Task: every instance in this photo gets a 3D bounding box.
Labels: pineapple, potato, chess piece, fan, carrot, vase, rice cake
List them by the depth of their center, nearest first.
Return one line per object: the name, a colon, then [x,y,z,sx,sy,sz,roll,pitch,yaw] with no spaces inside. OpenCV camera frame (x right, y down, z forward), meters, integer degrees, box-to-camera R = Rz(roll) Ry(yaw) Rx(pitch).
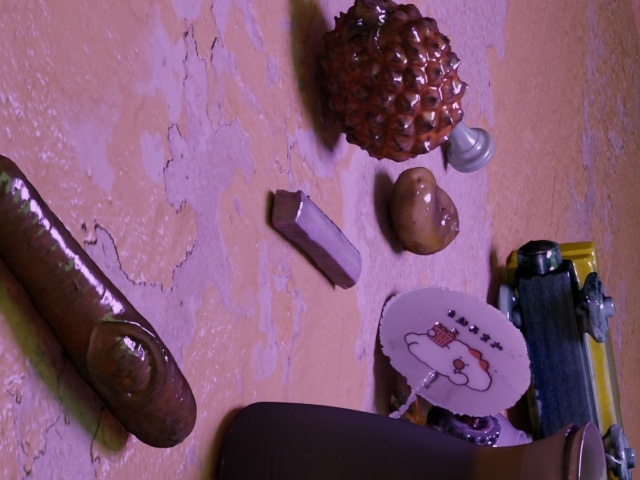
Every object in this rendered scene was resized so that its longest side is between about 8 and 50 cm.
carrot: [-0.170,0.047,1.210,0.342,0.070,0.070,61,31,-47]
vase: [0.084,0.221,1.492,0.173,0.321,0.173,-5,90,-71]
rice cake: [0.000,0.000,1.736,0.206,0.036,0.047,43,57,-62]
pineapple: [0.071,-0.186,1.806,0.166,0.166,0.193,-75,153,-44]
fan: [0.119,0.161,1.916,0.329,0.190,0.009,-44,166,-44]
potato: [0.118,-0.034,2.020,0.138,0.070,0.092,52,43,-54]
chess piece: [0.183,-0.144,2.248,0.103,0.067,0.067,51,38,-43]

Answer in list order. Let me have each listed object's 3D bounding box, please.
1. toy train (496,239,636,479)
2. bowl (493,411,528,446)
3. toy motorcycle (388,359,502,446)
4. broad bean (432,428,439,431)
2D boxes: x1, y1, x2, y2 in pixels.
toy train: [0.368,0.200,2.536,0.272,0.179,0.442,-48,129,-72]
bowl: [0.228,0.291,2.230,0.189,0.086,0.189,-5,90,-71]
toy motorcycle: [0.146,0.166,2.010,0.229,0.129,0.094,-85,-175,-62]
broad bean: [0.164,0.300,2.108,0.061,0.046,0.195,-59,141,-63]
